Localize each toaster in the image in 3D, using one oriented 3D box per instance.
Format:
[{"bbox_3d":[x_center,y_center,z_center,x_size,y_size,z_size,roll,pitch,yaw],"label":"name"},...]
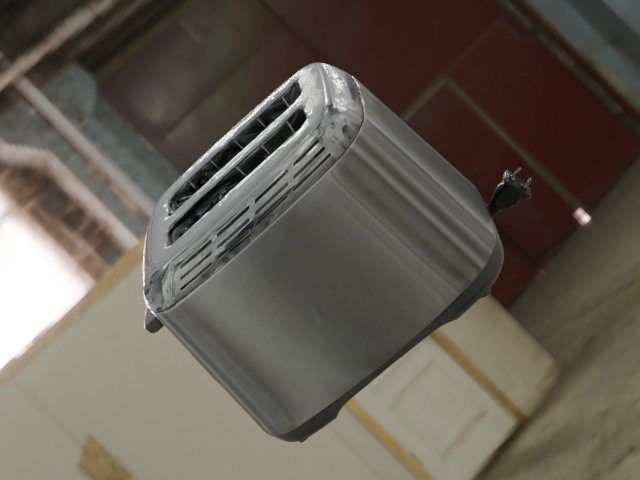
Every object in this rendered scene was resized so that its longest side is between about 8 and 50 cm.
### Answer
[{"bbox_3d":[0.000,0.000,0.816,0.227,0.146,0.129,-40,25,16],"label":"toaster"}]
